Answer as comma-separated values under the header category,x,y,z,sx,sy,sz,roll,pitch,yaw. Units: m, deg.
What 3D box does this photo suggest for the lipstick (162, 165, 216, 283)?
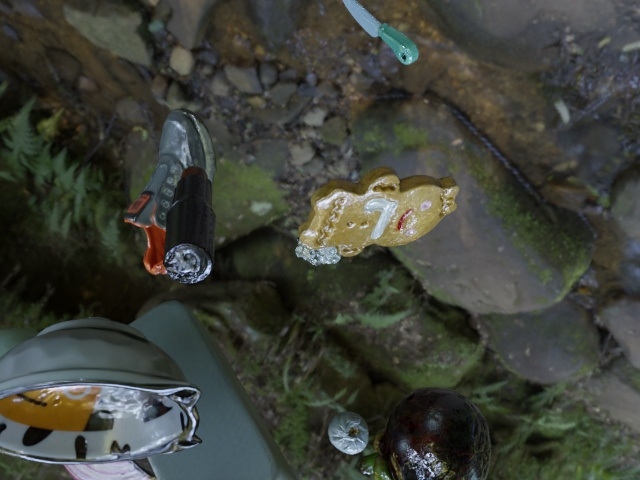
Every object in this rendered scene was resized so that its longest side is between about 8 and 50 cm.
category,x,y,z,sx,sy,sz,roll,pitch,yaw
lipstick,-0.209,-0.038,1.199,0.081,0.081,0.300,43,-163,-28

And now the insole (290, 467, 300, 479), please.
category,x,y,z,sx,sy,sz,roll,pitch,yaw
insole,-0.134,0.520,1.651,0.197,0.004,0.065,9,-164,-28

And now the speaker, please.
category,x,y,z,sx,sy,sz,roll,pitch,yaw
speaker,-0.199,0.314,1.272,0.406,0.183,0.184,53,176,34

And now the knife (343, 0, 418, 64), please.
category,x,y,z,sx,sy,sz,roll,pitch,yaw
knife,0.122,-0.475,1.641,0.260,0.034,0.063,47,161,24

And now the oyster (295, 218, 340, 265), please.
category,x,y,z,sx,sy,sz,roll,pitch,yaw
oyster,0.000,0.000,1.748,0.064,0.125,0.177,34,-164,31

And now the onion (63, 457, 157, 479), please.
category,x,y,z,sx,sy,sz,roll,pitch,yaw
onion,-0.415,0.408,1.405,0.250,0.111,0.247,37,166,5

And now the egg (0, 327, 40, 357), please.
category,x,y,z,sx,sy,sz,roll,pitch,yaw
egg,-0.451,0.220,1.135,0.192,0.149,0.149,45,155,-8

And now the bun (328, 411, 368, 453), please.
category,x,y,z,sx,sy,sz,roll,pitch,yaw
bun,0.055,0.359,1.386,0.083,0.083,0.045,34,157,-8

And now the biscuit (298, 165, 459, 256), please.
category,x,y,z,sx,sy,sz,roll,pitch,yaw
biscuit,0.092,-0.038,1.106,0.248,0.035,0.184,-3,142,-26

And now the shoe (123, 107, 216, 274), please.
category,x,y,z,sx,sy,sz,roll,pitch,yaw
shoe,-0.304,-0.082,1.426,0.132,0.171,0.337,16,112,37

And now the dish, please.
category,x,y,z,sx,sy,sz,roll,pitch,yaw
dish,-0.288,0.183,0.936,0.302,0.120,0.303,-5,146,-4

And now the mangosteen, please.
category,x,y,z,sx,sy,sz,roll,pitch,yaw
mangosteen,0.189,0.360,1.290,0.216,0.216,0.216,26,157,12
